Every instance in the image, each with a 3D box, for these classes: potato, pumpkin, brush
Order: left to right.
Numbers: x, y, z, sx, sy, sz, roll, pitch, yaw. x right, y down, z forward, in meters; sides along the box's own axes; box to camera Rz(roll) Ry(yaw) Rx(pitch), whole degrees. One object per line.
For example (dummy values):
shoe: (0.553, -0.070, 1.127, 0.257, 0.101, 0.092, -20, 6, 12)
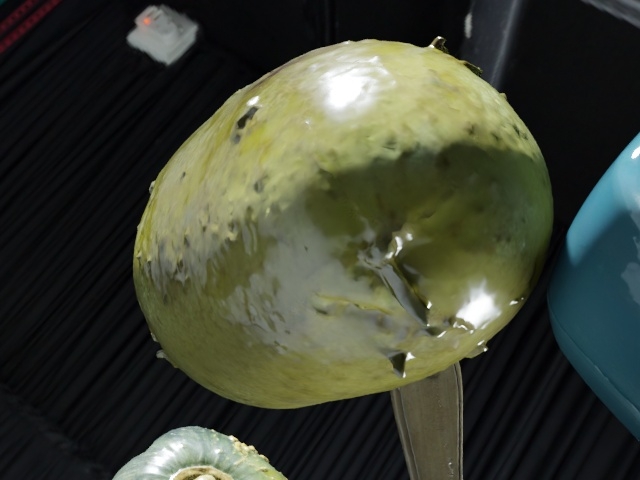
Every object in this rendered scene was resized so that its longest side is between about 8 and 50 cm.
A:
pumpkin: (-0.144, 0.394, 0.943, 0.291, 0.258, 0.328, 20, 22, 3)
potato: (0.014, -0.013, 0.509, 0.219, 0.270, 0.359, 48, -23, -12)
brush: (0.094, 0.238, 0.559, 0.065, 0.070, 0.328, 129, -45, -87)

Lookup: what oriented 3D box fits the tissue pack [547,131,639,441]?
tissue pack: (0.267, 0.009, 0.396, 0.198, 0.287, 0.206, 47, -21, 30)
